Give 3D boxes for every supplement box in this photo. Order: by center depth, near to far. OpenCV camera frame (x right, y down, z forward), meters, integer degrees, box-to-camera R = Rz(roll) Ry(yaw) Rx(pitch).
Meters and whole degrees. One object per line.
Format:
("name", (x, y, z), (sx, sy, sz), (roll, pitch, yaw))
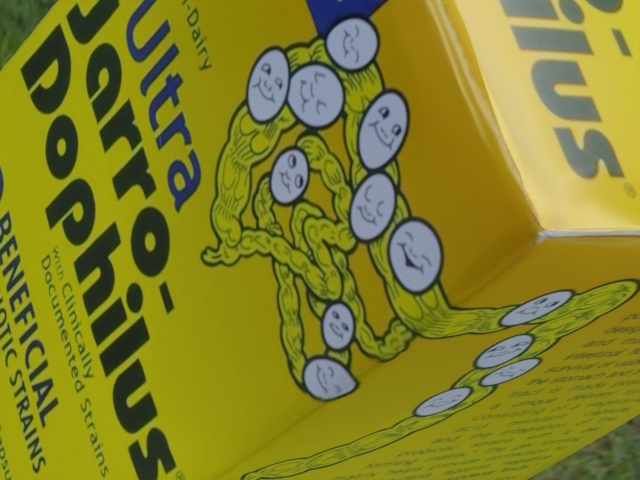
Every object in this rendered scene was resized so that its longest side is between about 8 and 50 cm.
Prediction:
("supplement box", (0.000, 0.000, 0.643), (0.195, 0.356, 0.194), (-1, 62, -41))
